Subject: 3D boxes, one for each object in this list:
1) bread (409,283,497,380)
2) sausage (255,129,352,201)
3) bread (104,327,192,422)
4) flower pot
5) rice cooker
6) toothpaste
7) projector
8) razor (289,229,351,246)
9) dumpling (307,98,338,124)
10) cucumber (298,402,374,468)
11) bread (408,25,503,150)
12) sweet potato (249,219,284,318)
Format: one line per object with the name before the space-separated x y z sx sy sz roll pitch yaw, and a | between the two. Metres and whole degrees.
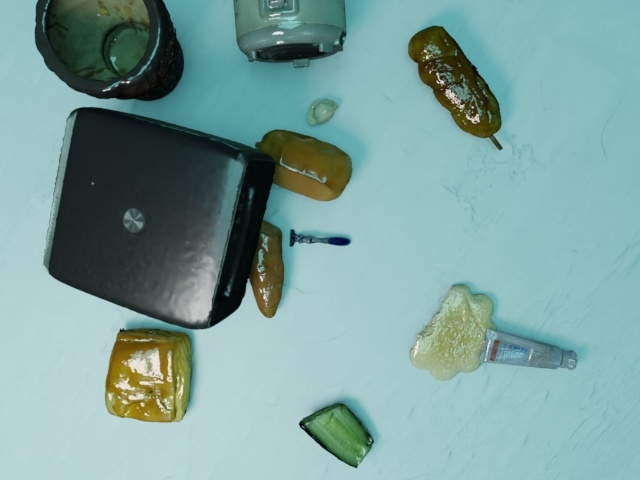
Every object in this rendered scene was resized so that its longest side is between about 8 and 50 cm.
bread | 0.350 0.243 1.270 0.182 0.039 0.250 32 95 -2
sausage | -0.044 -0.181 1.194 0.241 0.120 0.136 17 57 -3
bread | -0.433 0.340 1.260 0.211 0.099 0.234 6 96 1
flower pot | -0.430 -0.425 1.104 0.267 0.267 0.266 0 94 2
rice cooker | -0.070 -0.542 1.090 0.317 0.264 0.316 2 100 12
toothpaste | 0.519 0.281 1.254 0.234 0.057 0.089 10 99 -5
projector | -0.339 -0.054 1.103 0.406 0.242 0.394 17 99 10
razor | -0.001 0.000 1.257 0.155 0.028 0.044 4 95 1
dumpling | 0.002 -0.317 1.222 0.077 0.043 0.059 -41 77 20
cucumber | 0.041 0.485 1.278 0.193 0.086 0.115 43 62 -6
bread | 0.337 -0.357 1.191 0.124 0.084 0.344 -37 94 4
sweet potato | -0.133 0.070 1.232 0.097 0.097 0.251 -3 94 1
